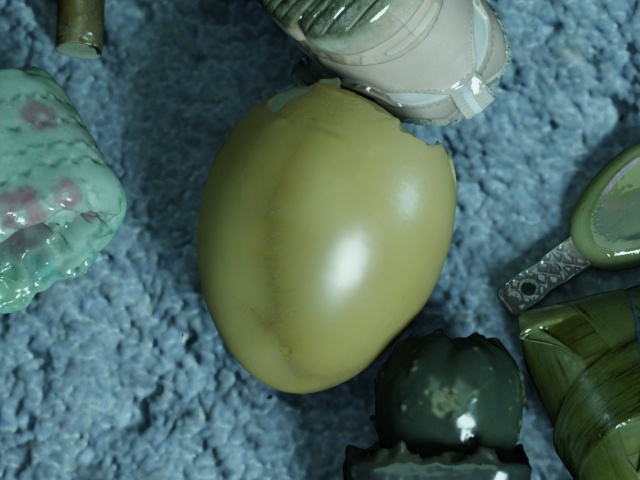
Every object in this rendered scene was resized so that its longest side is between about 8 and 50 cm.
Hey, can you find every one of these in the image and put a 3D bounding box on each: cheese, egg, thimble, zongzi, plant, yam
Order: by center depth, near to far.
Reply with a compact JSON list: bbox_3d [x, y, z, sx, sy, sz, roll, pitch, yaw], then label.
[{"bbox_3d":[0.089,0.196,1.455,0.142,0.164,0.256,4,84,5],"label":"plant"},{"bbox_3d":[0.296,0.123,1.468,0.242,0.112,0.221,-16,55,-4],"label":"zongzi"},{"bbox_3d":[0.000,0.000,1.488,0.201,0.201,0.244,14,85,7],"label":"egg"},{"bbox_3d":[-0.275,-0.030,1.529,0.211,0.185,0.149,-41,72,28],"label":"thimble"},{"bbox_3d":[0.229,0.000,1.558,0.192,0.037,0.097,-36,75,-5],"label":"cheese"},{"bbox_3d":[-0.208,-0.288,1.654,0.046,0.046,0.264,-1,77,3],"label":"yam"}]

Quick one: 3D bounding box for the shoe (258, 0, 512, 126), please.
[{"bbox_3d":[0.016,-0.220,1.563,0.172,0.198,0.351,-39,42,9],"label":"shoe"}]
